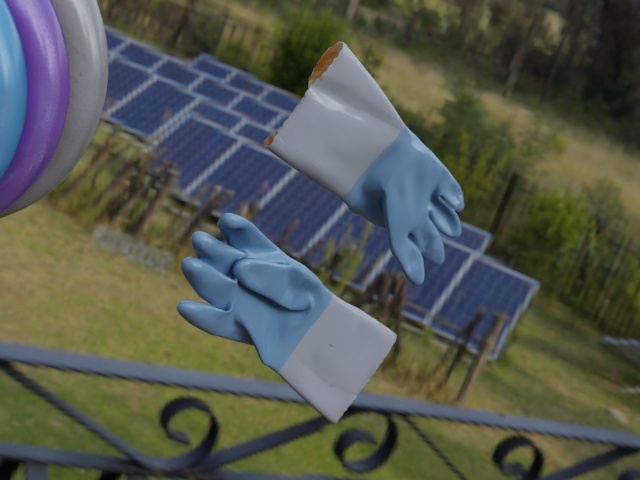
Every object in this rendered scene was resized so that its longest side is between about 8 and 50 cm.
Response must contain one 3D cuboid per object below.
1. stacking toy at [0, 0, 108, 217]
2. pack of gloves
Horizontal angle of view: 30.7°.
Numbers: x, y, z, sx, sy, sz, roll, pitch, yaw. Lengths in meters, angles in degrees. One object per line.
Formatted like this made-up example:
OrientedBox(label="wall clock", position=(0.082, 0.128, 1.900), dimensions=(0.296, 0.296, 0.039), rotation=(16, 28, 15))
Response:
OrientedBox(label="stacking toy", position=(-0.171, -0.034, 0.333), dimensions=(0.141, 0.141, 0.330), rotation=(21, 17, 0))
OrientedBox(label="pack of gloves", position=(0.000, 0.000, 0.802), dimensions=(0.046, 0.195, 0.232), rotation=(34, -6, 41))
